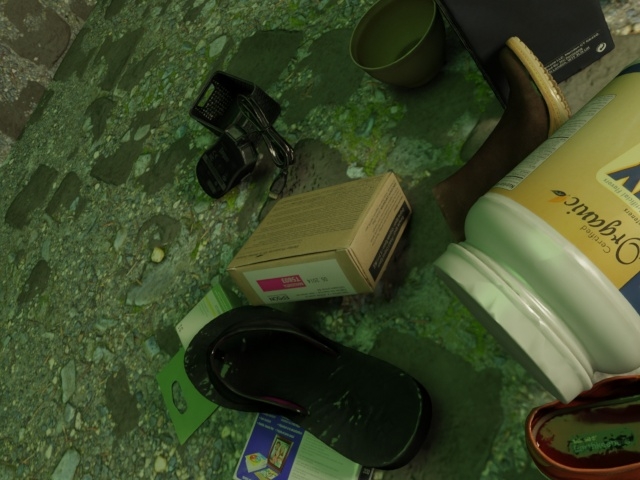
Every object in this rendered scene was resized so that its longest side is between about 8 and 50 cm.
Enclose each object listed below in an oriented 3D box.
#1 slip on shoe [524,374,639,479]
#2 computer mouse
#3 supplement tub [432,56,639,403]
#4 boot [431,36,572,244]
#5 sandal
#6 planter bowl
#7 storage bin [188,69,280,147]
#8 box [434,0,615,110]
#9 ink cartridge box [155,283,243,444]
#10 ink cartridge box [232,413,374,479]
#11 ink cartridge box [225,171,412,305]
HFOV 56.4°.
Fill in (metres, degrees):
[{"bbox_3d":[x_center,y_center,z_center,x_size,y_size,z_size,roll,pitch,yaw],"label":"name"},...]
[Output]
[{"bbox_3d":[0.357,0.173,0.577,0.331,0.101,0.123,-22,53,28],"label":"slip on shoe"},{"bbox_3d":[-0.139,-0.147,1.178,0.184,0.060,0.262,53,133,9],"label":"computer mouse"},{"bbox_3d":[0.296,-0.010,0.612,0.316,0.228,0.228,-43,46,2],"label":"supplement tub"},{"bbox_3d":[0.233,-0.117,0.794,0.207,0.090,0.248,-28,81,30],"label":"boot"},{"bbox_3d":[-0.054,0.179,0.847,0.446,0.107,0.167,8,69,40],"label":"sandal"},{"bbox_3d":[0.147,-0.330,1.016,0.162,0.109,0.162,-19,56,32],"label":"planter bowl"},{"bbox_3d":[-0.186,-0.279,1.281,0.180,0.084,0.122,32,89,45],"label":"storage bin"},{"bbox_3d":[0.239,-0.397,0.848,0.183,0.294,0.296,-32,51,22],"label":"box"},{"bbox_3d":[-0.213,0.216,1.057,0.235,0.056,0.171,-45,47,8],"label":"ink cartridge box"},{"bbox_3d":[-0.009,0.277,0.859,0.206,0.045,0.208,6,69,40],"label":"ink cartridge box"},{"bbox_3d":[0.000,0.000,0.922,0.235,0.088,0.193,-10,34,36],"label":"ink cartridge box"}]
